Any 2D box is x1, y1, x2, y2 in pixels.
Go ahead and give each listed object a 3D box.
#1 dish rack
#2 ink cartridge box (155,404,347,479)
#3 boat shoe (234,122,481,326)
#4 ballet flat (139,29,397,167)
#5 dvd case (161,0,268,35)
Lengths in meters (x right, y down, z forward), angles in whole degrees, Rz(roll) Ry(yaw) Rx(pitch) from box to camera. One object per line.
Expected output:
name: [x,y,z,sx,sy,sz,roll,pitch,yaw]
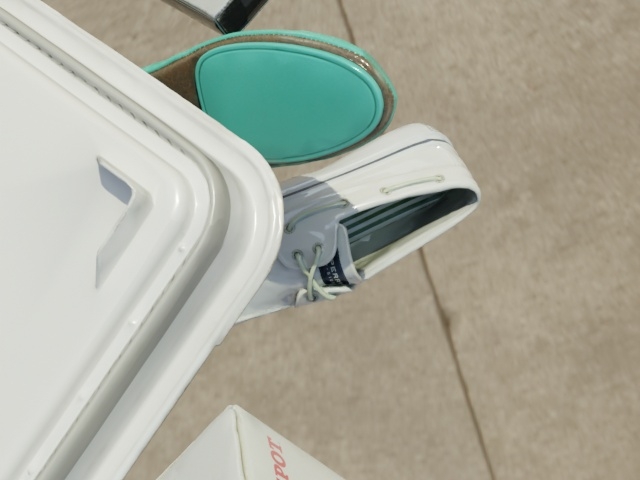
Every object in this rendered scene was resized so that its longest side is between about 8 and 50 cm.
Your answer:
dish rack: [-0.207,0.035,0.823,0.285,0.072,0.333,35,93,28]
ink cartridge box: [0.015,0.195,0.736,0.212,0.154,0.093,39,105,-24]
boat shoe: [0.000,0.000,1.033,0.226,0.076,0.083,-34,133,-5]
ballet flat: [-0.064,-0.084,0.955,0.247,0.087,0.083,-8,105,22]
dvd case: [-0.075,-0.239,1.013,0.179,0.238,0.029,-50,140,-8]
